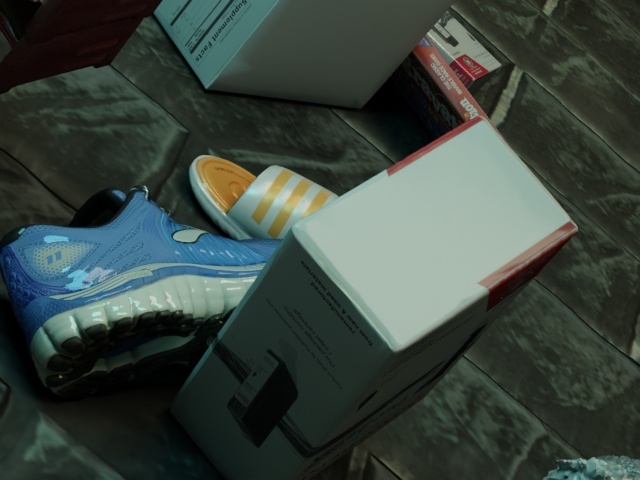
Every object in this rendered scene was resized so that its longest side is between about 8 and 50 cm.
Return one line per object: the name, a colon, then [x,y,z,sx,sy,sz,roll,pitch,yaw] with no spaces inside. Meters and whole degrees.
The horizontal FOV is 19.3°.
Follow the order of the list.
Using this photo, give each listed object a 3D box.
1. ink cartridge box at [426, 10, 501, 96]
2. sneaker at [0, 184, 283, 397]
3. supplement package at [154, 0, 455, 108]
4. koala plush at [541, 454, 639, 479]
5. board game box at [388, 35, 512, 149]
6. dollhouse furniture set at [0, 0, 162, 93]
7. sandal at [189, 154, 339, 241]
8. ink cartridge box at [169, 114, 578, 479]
ink cartridge box: [0.126,-0.229,2.200,0.150,0.063,0.109,46,27,6]
sneaker: [-0.113,0.017,1.436,0.330,0.130,0.147,-3,54,-55]
supplement package: [-0.011,-0.260,1.901,0.262,0.204,0.145,3,46,-53]
koala plush: [0.186,0.241,1.406,0.196,0.221,0.203,15,37,-43]
board game box: [0.134,-0.141,2.029,0.281,0.027,0.145,56,-12,26]
dollhouse furniture set: [-0.304,-0.208,1.308,0.374,0.152,0.201,-18,75,-41]
sandal: [0.003,-0.004,1.682,0.265,0.076,0.102,39,26,-7]
ink cartridge box: [0.031,0.059,1.356,0.197,0.273,0.114,-31,77,-36]
